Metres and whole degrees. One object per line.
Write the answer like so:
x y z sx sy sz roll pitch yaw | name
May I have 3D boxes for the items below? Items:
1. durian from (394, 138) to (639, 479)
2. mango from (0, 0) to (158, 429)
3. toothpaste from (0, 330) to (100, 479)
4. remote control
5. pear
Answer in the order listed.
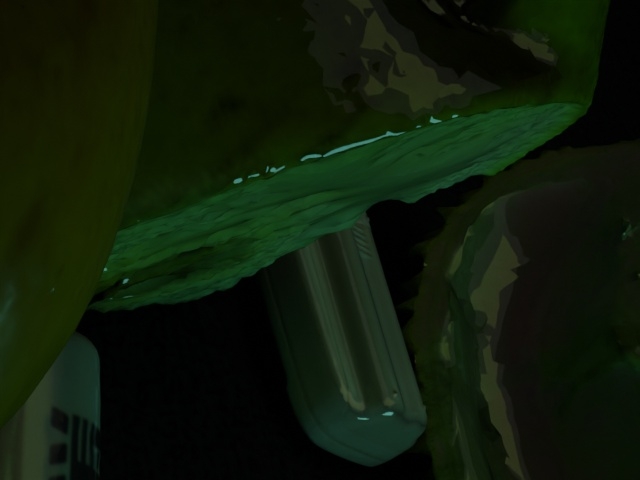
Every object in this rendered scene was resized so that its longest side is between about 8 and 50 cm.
0.139 0.094 0.891 0.158 0.169 0.352 31 37 -45 | durian
-0.191 -0.104 0.435 0.301 0.220 0.445 9 45 -23 | mango
-0.092 0.167 0.449 0.099 0.061 0.392 37 47 -57 | toothpaste
-0.001 0.000 0.877 0.090 0.049 0.230 29 38 -51 | remote control
-0.034 -0.086 0.648 0.286 0.282 0.176 -9 79 -63 | pear
